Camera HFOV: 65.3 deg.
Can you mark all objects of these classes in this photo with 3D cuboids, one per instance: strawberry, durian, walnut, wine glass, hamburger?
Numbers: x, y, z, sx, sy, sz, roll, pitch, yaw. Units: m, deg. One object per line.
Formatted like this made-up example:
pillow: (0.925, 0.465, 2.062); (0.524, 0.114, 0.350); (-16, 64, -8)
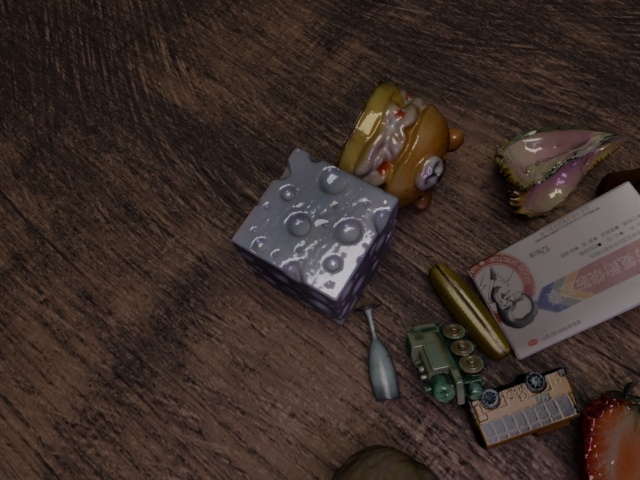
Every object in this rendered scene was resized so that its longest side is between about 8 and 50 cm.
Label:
strawberry: (0.546, 0.387, 0.916); (0.189, 0.106, 0.285); (22, 86, -1)
durian: (0.502, -0.184, 1.127); (0.305, 0.185, 0.195); (-33, 51, -12)
walnut: (0.120, 0.483, 0.857); (0.249, 0.248, 0.248); (-2, 69, 5)
wine glass: (0.117, 0.234, 1.043); (0.066, 0.066, 0.197); (-11, 70, 1)
hamburger: (0.171, -0.189, 1.103); (0.237, 0.276, 0.276); (28, 74, 3)

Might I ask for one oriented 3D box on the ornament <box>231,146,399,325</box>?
ornament: (0.000, 0.000, 1.048); (0.239, 0.239, 0.239); (29, 75, 14)

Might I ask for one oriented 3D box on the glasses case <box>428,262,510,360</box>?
glasses case: (0.308, 0.148, 1.048); (0.064, 0.079, 0.234); (-35, 70, 0)

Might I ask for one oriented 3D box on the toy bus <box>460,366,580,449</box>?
toy bus: (0.386, 0.322, 0.963); (0.201, 0.098, 0.114); (-19, 71, -1)

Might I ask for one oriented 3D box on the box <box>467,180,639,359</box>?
box: (0.506, 0.066, 1.001); (0.353, 0.069, 0.214); (-33, 67, 20)

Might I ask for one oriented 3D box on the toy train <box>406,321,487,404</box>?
toy train: (0.245, 0.238, 0.976); (0.126, 0.080, 0.194); (-12, 27, 2)

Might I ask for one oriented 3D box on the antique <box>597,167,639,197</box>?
antique: (0.695, -0.030, 1.053); (0.224, 0.129, 0.277); (-6, 67, 6)
